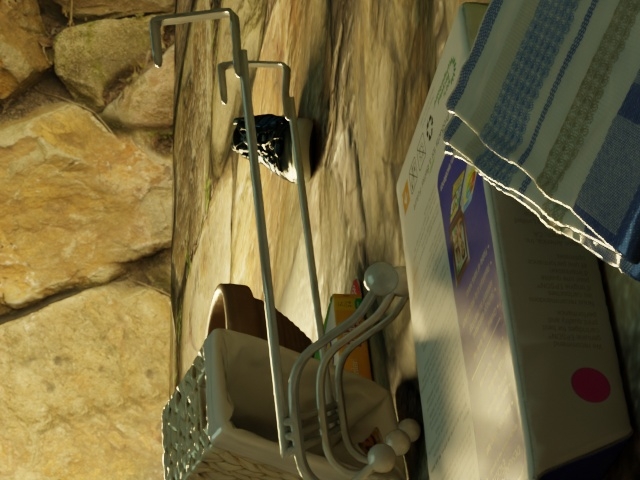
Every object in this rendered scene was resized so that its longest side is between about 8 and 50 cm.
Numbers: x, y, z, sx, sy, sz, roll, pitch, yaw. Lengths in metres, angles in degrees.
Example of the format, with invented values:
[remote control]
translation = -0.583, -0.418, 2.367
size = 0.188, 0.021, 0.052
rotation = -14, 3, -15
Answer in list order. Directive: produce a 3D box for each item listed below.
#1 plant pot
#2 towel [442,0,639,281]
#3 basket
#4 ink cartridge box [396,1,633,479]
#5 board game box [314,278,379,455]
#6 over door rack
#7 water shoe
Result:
[plant pot]
translation = -0.054, 0.162, 1.643
size = 0.237, 0.110, 0.237
rotation = -178, 90, -80
[towel]
translation = 0.136, -0.107, 0.739
size = 0.285, 0.034, 0.209
rotation = -127, 58, -72
[basket]
translation = -0.033, 0.159, 1.282
size = 0.103, 0.167, 0.113
rotation = -53, 29, 32
[ink cartridge box]
translation = 0.101, 0.061, 0.914
size = 0.176, 0.069, 0.371
rotation = 107, 165, -52
[board game box]
translation = 0.022, 0.166, 1.436
size = 0.124, 0.039, 0.259
rotation = 105, 167, -47
[over door rack]
translation = 0.000, 0.000, 1.131
size = 0.239, 0.108, 0.324
rotation = 22, -131, -82
[water shoe]
translation = -0.056, -0.101, 1.806
size = 0.203, 0.080, 0.073
rotation = -149, 62, -79
